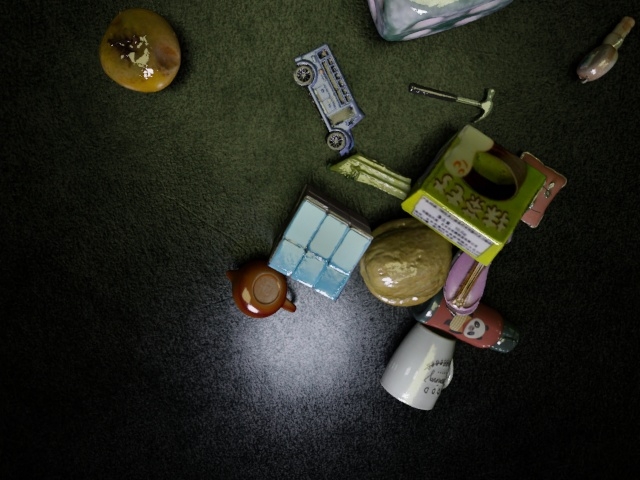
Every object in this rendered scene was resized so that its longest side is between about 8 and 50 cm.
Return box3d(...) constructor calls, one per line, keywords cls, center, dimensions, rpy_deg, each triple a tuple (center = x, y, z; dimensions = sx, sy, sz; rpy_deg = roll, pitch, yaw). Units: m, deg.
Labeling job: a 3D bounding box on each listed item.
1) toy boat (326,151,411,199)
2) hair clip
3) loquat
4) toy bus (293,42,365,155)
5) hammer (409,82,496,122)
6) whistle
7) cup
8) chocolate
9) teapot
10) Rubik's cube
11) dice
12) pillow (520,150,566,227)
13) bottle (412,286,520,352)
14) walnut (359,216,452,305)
box3d(cls="toy boat", center=(0.157, -0.192, 1.495), dimensions=(0.276, 0.111, 0.084), rpy_deg=(21, 102, -6))
box3d(cls="hair clip", center=(0.474, 0.061, 1.541), dimensions=(0.110, 0.096, 0.358), rpy_deg=(39, 84, -29))
box3d(cls="loquat", center=(-0.468, -0.497, 1.350), dimensions=(0.213, 0.213, 0.213), rpy_deg=(0, 106, -1))
box3d(cls="toy bus", center=(0.032, -0.387, 1.430), dimensions=(0.133, 0.125, 0.292), rpy_deg=(-26, 104, 6))
box3d(cls="hammer", center=(0.374, -0.408, 1.481), dimensions=(0.247, 0.029, 0.103), rpy_deg=(11, 105, -3))
box3d(cls="whistle", center=(0.788, -0.526, 1.421), dimensions=(0.057, 0.107, 0.220), rpy_deg=(39, 89, -15))
box3d(cls="cup", center=(0.349, 0.397, 1.656), dimensions=(0.258, 0.186, 0.234), rpy_deg=(21, 98, -37))
box3d(cls="chocolate", center=(0.428, -0.136, 1.415), dimensions=(0.301, 0.137, 0.288), rpy_deg=(35, 76, 7))
box3d(cls="teapot", center=(-0.180, 0.158, 1.594), dimensions=(0.252, 0.135, 0.178), rpy_deg=(36, 73, -28))
box3d(cls="Rubik's cube", center=(0.000, 0.000, 1.491), dimensions=(0.225, 0.221, 0.231), rpy_deg=(29, 104, -8))
box3d(cls="dice", center=(0.273, -0.691, 1.241), dimensions=(0.328, 0.348, 0.330), rpy_deg=(-14, 100, 3))
box3d(cls="pillow", center=(0.626, -0.150, 1.534), dimensions=(0.171, 0.075, 0.179), rpy_deg=(31, 102, -7))
box3d(cls="bottle", center=(0.468, 0.246, 1.616), dimensions=(0.336, 0.144, 0.144), rpy_deg=(24, 104, -10))
box3d(cls="walnut", center=(0.252, 0.061, 1.511), dimensions=(0.283, 0.227, 0.282), rpy_deg=(0, 93, -1))
